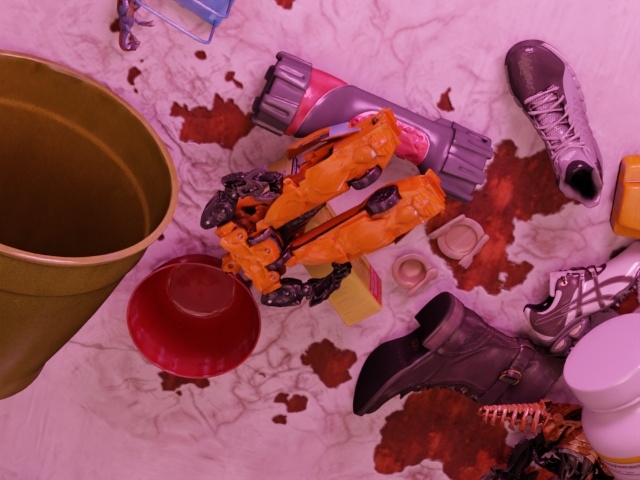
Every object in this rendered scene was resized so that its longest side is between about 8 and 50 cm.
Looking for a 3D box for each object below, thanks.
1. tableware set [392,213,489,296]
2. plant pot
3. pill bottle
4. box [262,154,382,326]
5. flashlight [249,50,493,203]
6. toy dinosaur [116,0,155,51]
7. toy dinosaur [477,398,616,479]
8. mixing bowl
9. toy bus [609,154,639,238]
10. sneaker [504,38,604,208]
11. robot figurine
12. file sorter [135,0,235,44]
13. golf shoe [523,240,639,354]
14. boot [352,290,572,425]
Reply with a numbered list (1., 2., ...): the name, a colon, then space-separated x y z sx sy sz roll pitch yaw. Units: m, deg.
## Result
1. tableware set: 0.132 -0.009 1.922 0.141 0.020 0.168 -37 111 19
2. plant pot: -0.412 0.012 1.793 0.366 0.366 0.353 23 127 -10
3. pill bottle: 0.468 0.263 1.892 0.188 0.188 0.334 -31 113 17
4. box: 0.000 0.000 1.895 0.058 0.087 0.232 -28 112 15
5. flashlight: 0.065 -0.136 1.810 0.304 0.103 0.103 24 115 -10
6. toy dinosaur: -0.241 -0.281 1.793 0.090 0.047 0.082 46 125 16
7. toy dinosaur: 0.345 0.301 2.018 0.322 0.164 0.218 34 104 -9
8. mixing bowl: -0.167 0.087 1.939 0.181 0.098 0.181 1 118 2
9. toy bus: 0.550 -0.032 1.828 0.333 0.130 0.108 5 114 -1
10. sneaker: 0.306 -0.139 1.783 0.086 0.132 0.228 -26 114 15
11. robot figurine: -0.002 -0.036 1.774 0.291 0.085 0.211 -27 114 20
12. file sorter: -0.133 -0.340 1.709 0.118 0.104 0.170 31 114 -14
13. golf shoe: 0.359 0.061 1.919 0.094 0.077 0.198 43 99 -1
14. boot: 0.198 0.202 1.997 0.229 0.091 0.263 31 122 -23
